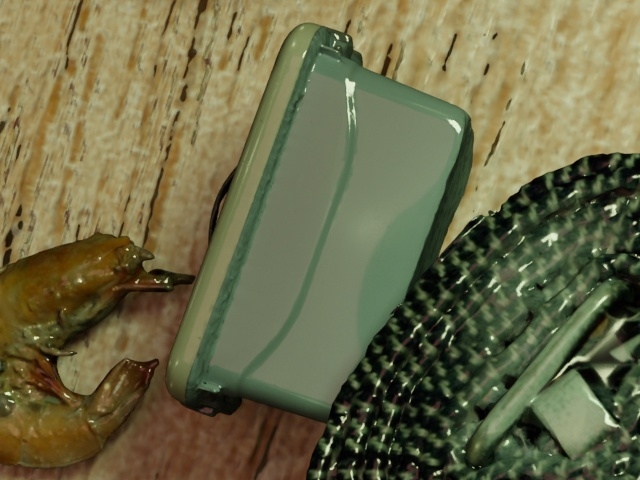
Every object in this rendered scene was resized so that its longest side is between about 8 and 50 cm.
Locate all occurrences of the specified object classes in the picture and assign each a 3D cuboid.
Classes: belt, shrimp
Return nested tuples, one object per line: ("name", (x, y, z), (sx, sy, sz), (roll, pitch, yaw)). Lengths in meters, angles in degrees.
("belt", (0.134, 0.108, 0.973), (0.206, 0.160, 0.295), (34, 83, 31))
("shrimp", (-0.158, 0.068, 1.165), (0.187, 0.051, 0.132), (-31, 86, 17))

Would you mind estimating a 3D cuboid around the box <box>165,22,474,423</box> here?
("box", (0.000, 0.000, 1.069), (0.130, 0.162, 0.227), (19, 88, 8))
